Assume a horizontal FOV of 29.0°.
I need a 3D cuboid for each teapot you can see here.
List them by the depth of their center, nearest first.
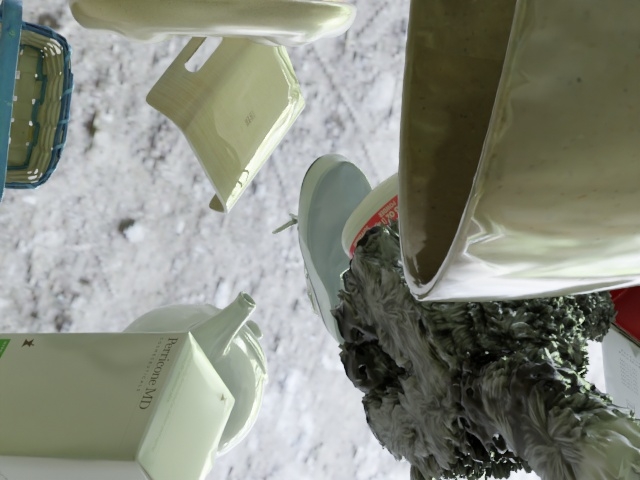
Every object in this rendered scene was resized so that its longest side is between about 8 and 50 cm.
[{"bbox_3d":[-0.163,0.184,1.796,0.187,0.256,0.252,-38,119,-21],"label":"teapot"}]

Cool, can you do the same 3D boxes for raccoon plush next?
[{"bbox_3d":[0.222,0.103,1.064,0.299,0.446,0.216,-18,124,-25],"label":"raccoon plush"}]

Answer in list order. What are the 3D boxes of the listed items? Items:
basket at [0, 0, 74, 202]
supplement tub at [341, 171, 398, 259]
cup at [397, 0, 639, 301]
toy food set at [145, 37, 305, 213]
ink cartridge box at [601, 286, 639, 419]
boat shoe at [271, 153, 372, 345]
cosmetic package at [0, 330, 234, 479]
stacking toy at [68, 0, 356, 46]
[{"bbox_3d":[-0.432,-0.179,1.640,0.201,0.289,0.254,8,91,-23],"label":"basket"},{"bbox_3d":[0.173,0.045,1.586,0.191,0.272,0.191,-33,160,-13],"label":"supplement tub"},{"bbox_3d":[0.175,-0.127,0.528,0.331,0.237,0.331,-174,-90,-86],"label":"cup"},{"bbox_3d":[-0.140,-0.201,1.851,0.219,0.092,0.306,-55,155,-16],"label":"toy food set"},{"bbox_3d":[0.452,0.054,1.331,0.309,0.130,0.272,-39,142,-14],"label":"ink cartridge box"},{"bbox_3d":[0.007,-0.003,1.944,0.136,0.156,0.367,-32,135,-19],"label":"boat shoe"},{"bbox_3d":[-0.319,0.232,1.552,0.155,0.366,0.197,63,33,-40],"label":"cosmetic package"},{"bbox_3d":[-0.127,-0.477,1.488,0.351,0.351,0.479,-9,103,-51],"label":"stacking toy"}]
